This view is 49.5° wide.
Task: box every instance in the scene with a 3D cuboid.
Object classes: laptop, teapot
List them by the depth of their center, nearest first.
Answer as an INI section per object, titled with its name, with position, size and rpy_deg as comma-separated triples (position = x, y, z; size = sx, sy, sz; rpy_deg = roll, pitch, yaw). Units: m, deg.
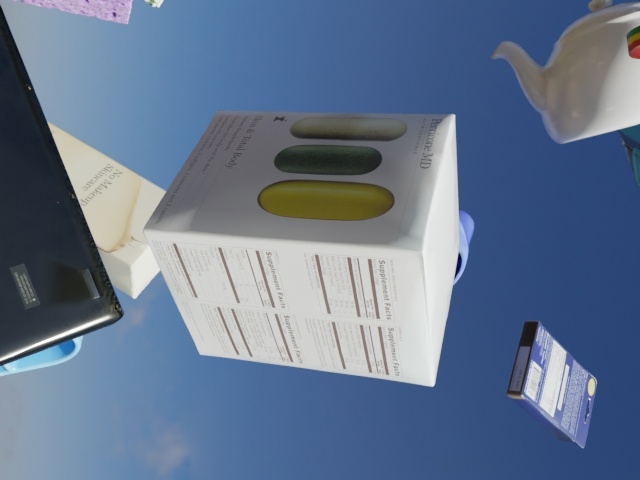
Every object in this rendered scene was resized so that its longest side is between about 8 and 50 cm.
[laptop]
position = -0.476, -0.010, 0.671
size = 0.236, 0.407, 0.382
rpy_deg = -29, -97, 56
[teapot]
position = 0.428, -0.256, 0.989
size = 0.252, 0.255, 0.187
rpy_deg = -10, -85, 54

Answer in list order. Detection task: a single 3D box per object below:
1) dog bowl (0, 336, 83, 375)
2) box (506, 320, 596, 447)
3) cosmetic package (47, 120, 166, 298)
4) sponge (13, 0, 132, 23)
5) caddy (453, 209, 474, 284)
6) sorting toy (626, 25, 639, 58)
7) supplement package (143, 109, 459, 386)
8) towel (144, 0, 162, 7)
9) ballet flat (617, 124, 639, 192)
[dog bowl]
position = -0.541, 0.165, 1.166
size = 0.166, 0.297, 0.074
rpy_deg = 90, -13, -56
[box]
position = 0.403, 0.252, 1.197
size = 0.036, 0.225, 0.137
rpy_deg = -10, -131, 47
[cosmetic package]
position = -0.396, -0.057, 1.185
size = 0.160, 0.309, 0.113
rpy_deg = -56, 170, -34
[sponge]
position = -0.319, -0.308, 0.790
size = 0.117, 0.209, 0.031
rpy_deg = 148, -56, -64
[caddy]
position = 0.101, -0.011, 1.215
size = 0.341, 0.179, 0.241
rpy_deg = -13, -64, 35
[sorting toy]
position = 0.452, -0.240, 0.704
size = 0.274, 0.132, 0.046
rpy_deg = 144, -54, -70
[supplement package]
position = 0.000, 0.000, 0.726
size = 0.198, 0.262, 0.199
rpy_deg = 77, 24, -43
[towel]
position = -0.299, -0.459, 1.140
size = 0.113, 0.152, 0.023
rpy_deg = -56, 174, -15
[ballet flat]
position = 0.649, -0.214, 1.336
size = 0.146, 0.409, 0.147
rpy_deg = -19, -133, 22
